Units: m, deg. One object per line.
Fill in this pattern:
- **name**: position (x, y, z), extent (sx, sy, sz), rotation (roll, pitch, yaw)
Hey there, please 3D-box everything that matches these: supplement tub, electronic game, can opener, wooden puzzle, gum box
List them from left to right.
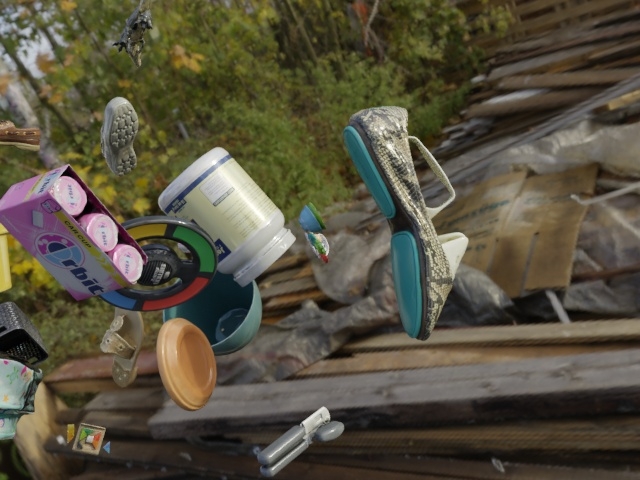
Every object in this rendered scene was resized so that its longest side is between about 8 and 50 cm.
- **gum box**: position (-0.337, -0.002, 0.922), extent (0.107, 0.188, 0.062), rotation (-14, 38, 24)
- **wooden puzzle**: position (-0.603, 0.518, 1.743), extent (0.116, 0.079, 0.014), rotation (12, -10, -23)
- **electronic game**: position (-0.295, 0.045, 1.183), extent (0.229, 0.229, 0.048), rotation (-25, 47, 2)
- **supplement tub**: position (-0.246, -0.060, 1.794), extent (0.235, 0.325, 0.235), rotation (-41, 6, 5)
- **can opener**: position (-0.052, 0.538, 1.803), extent (0.093, 0.074, 0.280), rotation (0, 16, 44)

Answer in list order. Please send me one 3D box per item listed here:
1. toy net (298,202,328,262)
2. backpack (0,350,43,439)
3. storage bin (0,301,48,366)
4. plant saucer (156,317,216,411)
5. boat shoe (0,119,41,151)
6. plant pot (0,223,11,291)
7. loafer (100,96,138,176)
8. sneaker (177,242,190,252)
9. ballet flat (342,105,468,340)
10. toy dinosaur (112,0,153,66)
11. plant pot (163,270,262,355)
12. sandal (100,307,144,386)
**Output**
- **toy net**: position (0.000, 0.000, 1.516), extent (0.045, 0.122, 0.232), rotation (-33, -15, -4)
- **backpack**: position (-0.677, 0.288, 1.297), extent (0.225, 0.191, 0.253), rotation (11, -23, -9)
- **storage bin**: position (-0.743, 0.240, 1.588), extent (0.122, 0.180, 0.084), rotation (-28, 59, -14)
- **plant saucer**: position (-0.275, 0.258, 1.419), extent (0.037, 0.200, 0.200), rotation (-18, 18, 16)
- **boat shoe**: position (-0.734, -0.250, 1.548), extent (0.064, 0.060, 0.178), rotation (18, 7, 40)
- **plant pot**: position (-0.991, 0.045, 1.892), extent (0.253, 0.239, 0.254), rotation (-15, 7, 2)
- **loafer**: position (-0.611, -0.316, 1.992), extent (0.112, 0.111, 0.319), rotation (-35, -16, -32)
- **sneaker**: position (-0.390, -0.070, 2.215), extent (0.252, 0.111, 0.103), rotation (-46, 33, 1)
- **ballet flat**: position (0.199, -0.046, 1.361), extent (0.182, 0.483, 0.164), rotation (-18, 1, -13)
- **toy dinosaur**: position (-0.381, -0.461, 1.414), extent (0.268, 0.064, 0.118), rotation (-50, 24, 43)
- **plant pot**: position (-0.289, 0.224, 1.989), extent (0.290, 0.195, 0.290), rotation (-11, 55, 16)
- **sandal**: position (-0.467, 0.250, 1.541), extent (0.088, 0.240, 0.079), rotation (22, 28, 22)
